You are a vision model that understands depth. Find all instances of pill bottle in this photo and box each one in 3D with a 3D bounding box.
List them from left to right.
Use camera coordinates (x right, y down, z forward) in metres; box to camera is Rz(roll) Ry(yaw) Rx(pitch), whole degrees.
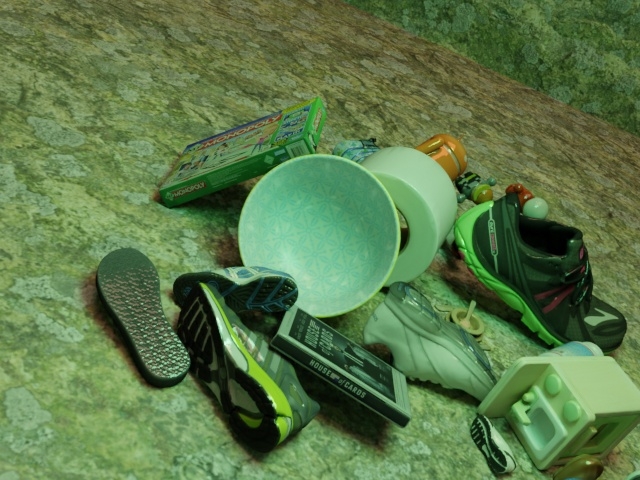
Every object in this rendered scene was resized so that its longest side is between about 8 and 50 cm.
[{"bbox_3d":[0.494,0.249,1.391,0.160,0.087,0.087,-9,46,-42],"label":"pill bottle"}]

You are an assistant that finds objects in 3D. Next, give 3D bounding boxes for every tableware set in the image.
[{"bbox_3d":[0.250,0.158,1.395,0.194,0.039,0.128,6,37,-29],"label":"tableware set"}]

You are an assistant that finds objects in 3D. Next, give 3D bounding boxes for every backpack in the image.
[{"bbox_3d":[0.087,-0.194,1.727,0.114,0.105,0.084,-2,40,-29],"label":"backpack"}]

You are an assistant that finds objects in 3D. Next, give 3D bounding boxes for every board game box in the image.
[{"bbox_3d":[-0.150,-0.178,1.400,0.214,0.317,0.046,-79,147,-57],"label":"board game box"}]

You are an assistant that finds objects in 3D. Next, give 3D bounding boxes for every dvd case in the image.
[{"bbox_3d":[0.036,0.193,1.124,0.238,0.030,0.179,33,10,-2],"label":"dvd case"}]

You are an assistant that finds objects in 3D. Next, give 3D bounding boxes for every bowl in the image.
[{"bbox_3d":[0.000,0.000,1.302,0.289,0.290,0.156,30,-6,6],"label":"bowl"}]

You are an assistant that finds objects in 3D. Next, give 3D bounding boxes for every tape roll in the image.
[{"bbox_3d":[0.141,-0.051,1.428,0.246,0.246,0.169,32,33,9],"label":"tape roll"}]

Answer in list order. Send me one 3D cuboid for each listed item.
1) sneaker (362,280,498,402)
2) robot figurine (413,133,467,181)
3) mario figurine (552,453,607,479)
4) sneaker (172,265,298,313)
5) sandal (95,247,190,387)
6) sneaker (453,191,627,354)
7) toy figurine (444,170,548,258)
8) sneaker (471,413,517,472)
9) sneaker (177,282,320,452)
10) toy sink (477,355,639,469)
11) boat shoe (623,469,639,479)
[{"bbox_3d":[0.198,0.198,1.243,0.297,0.129,0.111,40,16,-14],"label":"sneaker"},{"bbox_3d":[0.279,-0.185,1.772,0.158,0.219,0.128,58,-13,-21],"label":"robot figurine"},{"bbox_3d":[0.465,0.461,0.995,0.198,0.170,0.321,15,32,-20],"label":"mario figurine"},{"bbox_3d":[-0.140,0.084,1.178,0.211,0.080,0.081,3,13,1],"label":"sneaker"},{"bbox_3d":[-0.282,0.119,1.082,0.097,0.054,0.255,-8,55,-32],"label":"sandal"},{"bbox_3d":[0.497,0.080,1.475,0.482,0.202,0.185,36,32,-20],"label":"sneaker"},{"bbox_3d":[0.391,-0.039,1.615,0.209,0.213,0.148,15,20,-17],"label":"toy figurine"},{"bbox_3d":[0.289,0.341,1.172,0.043,0.040,0.109,22,32,-37],"label":"sneaker"},{"bbox_3d":[-0.116,0.183,1.067,0.121,0.111,0.300,3,42,-50],"label":"sneaker"},{"bbox_3d":[0.420,0.297,1.211,0.234,0.153,0.131,6,38,-30],"label":"toy sink"},{"bbox_3d":[0.617,0.488,1.111,0.302,0.114,0.091,33,27,13],"label":"boat shoe"}]
